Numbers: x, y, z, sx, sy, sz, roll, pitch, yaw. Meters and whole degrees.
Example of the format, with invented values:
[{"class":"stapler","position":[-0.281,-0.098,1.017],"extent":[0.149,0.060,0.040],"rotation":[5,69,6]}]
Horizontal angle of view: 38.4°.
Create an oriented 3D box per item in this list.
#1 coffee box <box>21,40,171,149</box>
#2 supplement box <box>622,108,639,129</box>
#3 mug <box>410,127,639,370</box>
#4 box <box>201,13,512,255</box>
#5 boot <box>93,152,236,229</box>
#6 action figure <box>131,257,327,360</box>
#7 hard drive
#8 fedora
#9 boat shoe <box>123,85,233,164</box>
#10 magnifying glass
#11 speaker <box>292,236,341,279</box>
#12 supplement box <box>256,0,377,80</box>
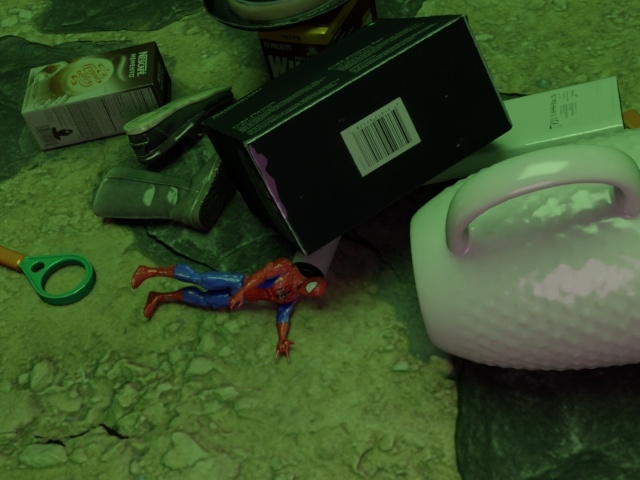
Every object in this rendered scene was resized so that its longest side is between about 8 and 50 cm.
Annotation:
[{"class":"coffee box","position":[-0.409,-0.268,1.697],"extent":[0.246,0.098,0.141],"rotation":[-12,47,4]},{"class":"supplement box","position":[0.379,-0.106,1.352],"extent":[0.233,0.080,0.078],"rotation":[-24,44,-4]},{"class":"mug","position":[0.272,0.002,1.077],"extent":[0.328,0.374,0.276],"rotation":[-10,63,13]},{"class":"box","position":[0.039,-0.168,1.330],"extent":[0.343,0.179,0.312],"rotation":[-31,20,-8]},{"class":"boot","position":[-0.250,-0.098,1.525],"extent":[0.208,0.076,0.190],"rotation":[6,47,29]},{"class":"action figure","position":[-0.131,0.093,1.292],"extent":[0.280,0.091,0.139],"rotation":[-5,40,12]},{"class":"hard drive","position":[0.292,-0.165,1.376],"extent":[0.307,0.040,0.203],"rotation":[-11,25,21]},{"class":"fedora","position":[-0.057,-0.491,1.505],"extent":[0.333,0.153,0.334],"rotation":[-9,45,9]},{"class":"boat shoe","position":[-0.242,-0.211,1.626],"extent":[0.084,0.079,0.233],"rotation":[1,30,46]},{"class":"magnifying glass","position":[-0.457,0.043,1.470],"extent":[0.231,0.026,0.092],"rotation":[16,54,28]},{"class":"speaker","position":[0.000,0.000,1.367],"extent":[0.055,0.055,0.136],"rotation":[5,49,19]},{"class":"supplement box","position":[0.007,-0.337,1.584],"extent":[0.129,0.194,0.191],"rotation":[11,51,24]}]
